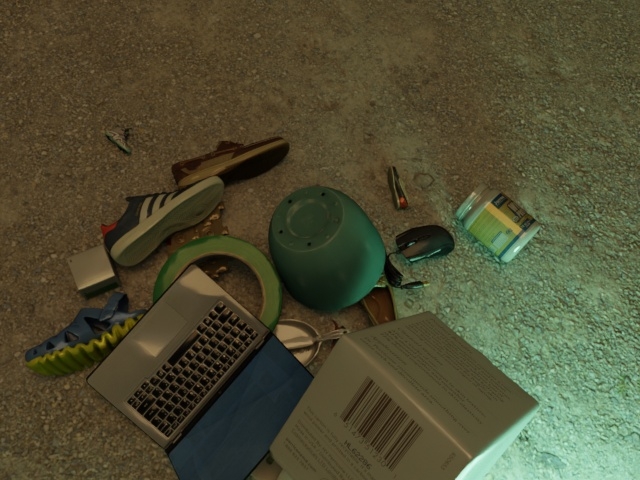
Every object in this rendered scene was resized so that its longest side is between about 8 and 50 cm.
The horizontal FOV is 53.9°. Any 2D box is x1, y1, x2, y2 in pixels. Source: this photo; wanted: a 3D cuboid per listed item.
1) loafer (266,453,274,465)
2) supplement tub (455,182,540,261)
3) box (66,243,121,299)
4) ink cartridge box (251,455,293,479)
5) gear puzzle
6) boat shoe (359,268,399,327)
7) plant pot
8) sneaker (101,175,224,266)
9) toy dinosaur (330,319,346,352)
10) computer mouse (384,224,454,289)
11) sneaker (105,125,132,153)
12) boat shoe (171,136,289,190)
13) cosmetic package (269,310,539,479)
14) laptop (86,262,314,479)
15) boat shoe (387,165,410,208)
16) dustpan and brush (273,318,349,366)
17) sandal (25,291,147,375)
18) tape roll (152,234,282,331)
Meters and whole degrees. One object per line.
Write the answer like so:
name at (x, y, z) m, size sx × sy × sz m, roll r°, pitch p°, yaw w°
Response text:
loafer at (-0.119, 0.534, 1.496) m, size 0.148 × 0.056 × 0.050 m, roll 43°, pitch 64°, yaw 14°
supplement tub at (0.492, -0.052, 1.758) m, size 0.200 × 0.144 × 0.144 m, roll 43°, pitch 70°, yaw 14°
box at (-0.590, 0.082, 1.645) m, size 0.101 × 0.087 × 0.102 m, roll -23°, pitch 69°, yaw -14°
ink cartridge box at (0.030, 0.533, 1.420) m, size 0.353 × 0.119 × 0.207 m, roll 33°, pitch 23°, yaw 10°
gear puzzle at (-0.328, 0.037, 1.711) m, size 0.175 × 0.044 × 0.339 m, roll -11°, pitch 67°, yaw -3°
boat shoe at (0.155, 0.153, 1.670) m, size 0.105 × 0.089 × 0.285 m, roll -16°, pitch 67°, yaw -10°
plant pot at (0.000, 0.000, 1.601) m, size 0.293 × 0.235 × 0.293 m, roll -8°, pitch 61°, yaw 14°
sneaker at (-0.427, -0.088, 1.678) m, size 0.350 × 0.131 × 0.148 m, roll -35°, pitch 62°, yaw -16°
toy dinosaur at (0.045, 0.266, 1.650) m, size 0.090 × 0.047 × 0.082 m, roll 28°, pitch 72°, yaw 44°
computer mouse at (0.276, 0.037, 1.712) m, size 0.262 × 0.060 × 0.184 m, roll -8°, pitch 57°, yaw -21°
sneaker at (-0.575, -0.304, 1.847) m, size 0.098 × 0.038 × 0.069 m, roll 41°, pitch 70°, yaw 13°
boat shoe at (-0.259, -0.238, 1.801) m, size 0.342 × 0.123 × 0.123 m, roll -25°, pitch 71°, yaw -8°
cosmetic package at (0.182, 0.389, 1.311) m, size 0.329 × 0.394 × 0.327 m, roll 41°, pitch 113°, yaw 28°
laptop at (-0.277, 0.322, 1.422) m, size 0.408 × 0.236 × 0.382 m, roll 42°, pitch 85°, yaw -2°
boat shoe at (0.228, -0.156, 1.838) m, size 0.043 × 0.049 × 0.137 m, roll -7°, pitch 69°, yaw -11°
dustpan and brush at (-0.030, 0.260, 1.623) m, size 0.211 × 0.060 × 0.147 m, roll -9°, pitch 67°, yaw -8°
sandal at (-0.575, 0.229, 1.571) m, size 0.317 × 0.126 × 0.138 m, roll -22°, pitch 65°, yaw -22°
tape roll at (-0.258, 0.149, 1.602) m, size 0.321 × 0.077 × 0.321 m, roll 0°, pitch 82°, yaw -2°
